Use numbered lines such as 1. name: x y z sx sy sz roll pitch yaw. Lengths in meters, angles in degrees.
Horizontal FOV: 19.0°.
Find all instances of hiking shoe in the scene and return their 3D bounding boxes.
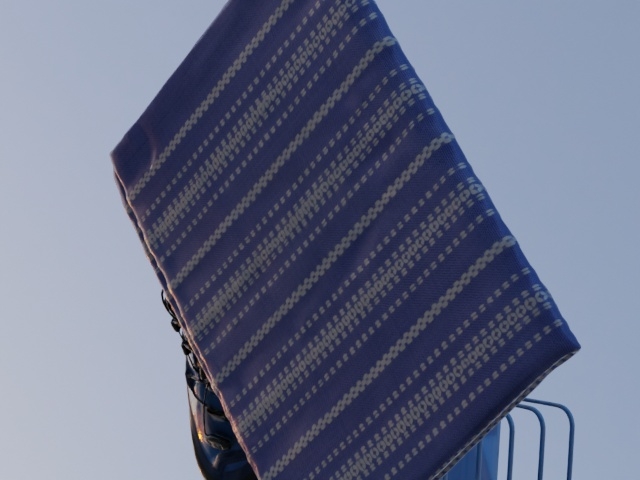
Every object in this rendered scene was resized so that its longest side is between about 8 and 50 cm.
1. hiking shoe: -0.083 0.058 1.499 0.113 0.132 0.304 8 -79 34

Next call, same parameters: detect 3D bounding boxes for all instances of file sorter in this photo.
1. file sorter: 0.125 0.193 1.645 0.104 0.170 0.118 7 -86 47

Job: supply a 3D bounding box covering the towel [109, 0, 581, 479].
1. towel: 0.000 0.000 1.119 0.243 0.040 0.336 -49 -125 33
